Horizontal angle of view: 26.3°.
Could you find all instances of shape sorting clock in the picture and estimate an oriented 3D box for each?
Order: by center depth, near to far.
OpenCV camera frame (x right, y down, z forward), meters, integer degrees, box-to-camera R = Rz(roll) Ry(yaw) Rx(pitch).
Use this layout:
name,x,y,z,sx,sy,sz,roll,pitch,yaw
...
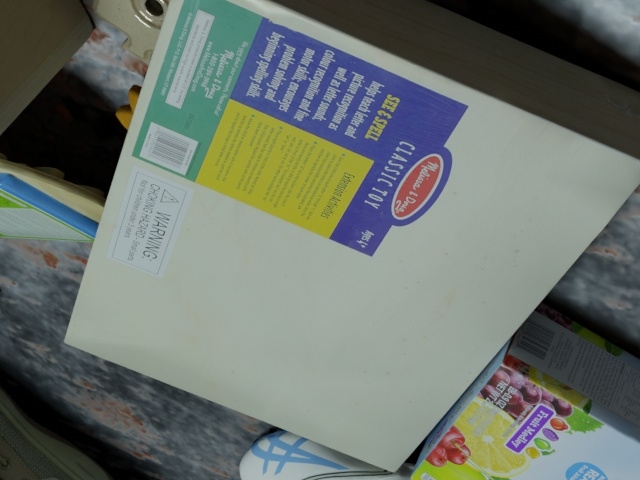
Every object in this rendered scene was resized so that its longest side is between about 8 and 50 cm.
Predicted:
name,x,y,z,sx,sy,sz,roll,pitch,yaw
shape sorting clock,-0.240,-0.039,0.987,0.206,0.040,0.206,8,167,2

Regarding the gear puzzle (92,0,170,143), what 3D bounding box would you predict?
name,x,y,z,sx,sy,sz,roll,pitch,yaw
gear puzzle,-0.068,-0.134,0.816,0.175,0.044,0.339,33,142,-1

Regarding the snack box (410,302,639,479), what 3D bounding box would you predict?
name,x,y,z,sx,sy,sz,roll,pitch,yaw
snack box,0.189,0.155,0.935,0.207,0.070,0.174,29,141,2

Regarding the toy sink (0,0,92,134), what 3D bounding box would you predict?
name,x,y,z,sx,sy,sz,roll,pitch,yaw
toy sink,-0.297,-0.140,0.883,0.234,0.153,0.131,3,134,34

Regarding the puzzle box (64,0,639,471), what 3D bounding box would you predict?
name,x,y,z,sx,sy,sz,roll,pitch,yaw
puzzle box,0.000,0.000,0.872,0.272,0.052,0.409,23,143,-5

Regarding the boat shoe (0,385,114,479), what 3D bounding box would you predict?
name,x,y,z,sx,sy,sz,roll,pitch,yaw
boat shoe,-0.340,0.201,1.324,0.302,0.098,0.109,38,142,-7

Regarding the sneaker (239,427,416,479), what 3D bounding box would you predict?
name,x,y,z,sx,sy,sz,roll,pitch,yaw
sneaker,0.011,0.208,1.093,0.237,0.086,0.085,4,136,46
